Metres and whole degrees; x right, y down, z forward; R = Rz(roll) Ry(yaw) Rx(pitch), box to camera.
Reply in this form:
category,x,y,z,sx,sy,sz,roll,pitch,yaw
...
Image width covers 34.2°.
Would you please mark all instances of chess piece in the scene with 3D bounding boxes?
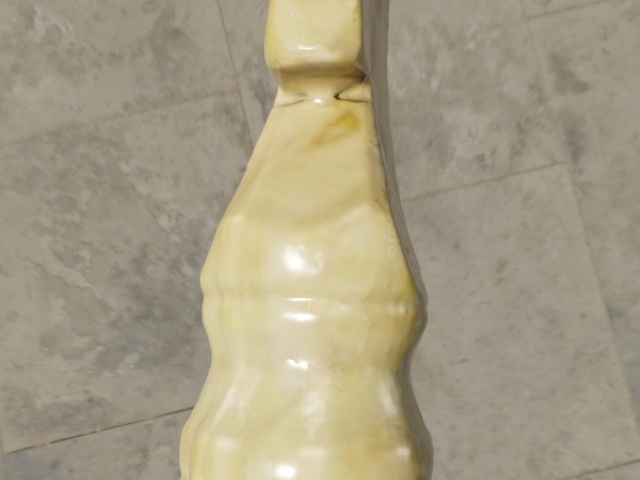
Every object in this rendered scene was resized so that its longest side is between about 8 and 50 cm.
category,x,y,z,sx,sy,sz,roll,pitch,yaw
chess piece,0.000,0.000,0.492,0.137,0.137,0.301,4,84,0
